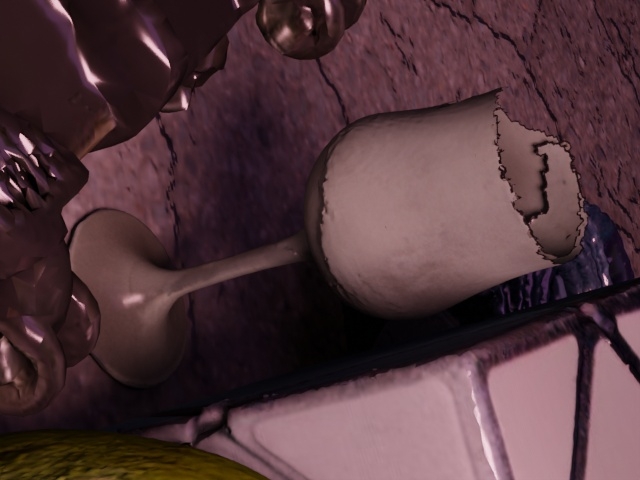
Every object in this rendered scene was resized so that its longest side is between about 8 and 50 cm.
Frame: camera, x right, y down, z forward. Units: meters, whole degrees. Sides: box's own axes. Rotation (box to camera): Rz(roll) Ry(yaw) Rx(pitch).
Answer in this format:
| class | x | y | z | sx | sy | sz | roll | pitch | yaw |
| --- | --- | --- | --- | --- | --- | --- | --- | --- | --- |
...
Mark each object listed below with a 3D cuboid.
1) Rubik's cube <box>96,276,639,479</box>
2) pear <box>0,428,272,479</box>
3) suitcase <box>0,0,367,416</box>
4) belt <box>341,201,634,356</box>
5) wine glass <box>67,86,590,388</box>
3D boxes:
| class | x | y | z | sx | sy | sz | roll | pitch | yaw |
| --- | --- | --- | --- | --- | --- | --- | --- | --- | --- |
| Rubik's cube | 0.036 | 0.142 | 0.688 | 0.205 | 0.205 | 0.207 | -13 | 88 | -60 |
| pear | -0.058 | 0.158 | 0.486 | 0.288 | 0.139 | 0.239 | 53 | 26 | 15 |
| suitcase | -0.173 | -0.181 | 0.513 | 0.434 | 0.194 | 0.283 | 61 | 33 | -20 |
| belt | 0.073 | 0.087 | 0.854 | 0.122 | 0.128 | 0.218 | -6 | 89 | -50 |
| wine glass | 0.000 | 0.000 | 0.707 | 0.079 | 0.195 | 0.079 | 34 | 48 | -48 |
